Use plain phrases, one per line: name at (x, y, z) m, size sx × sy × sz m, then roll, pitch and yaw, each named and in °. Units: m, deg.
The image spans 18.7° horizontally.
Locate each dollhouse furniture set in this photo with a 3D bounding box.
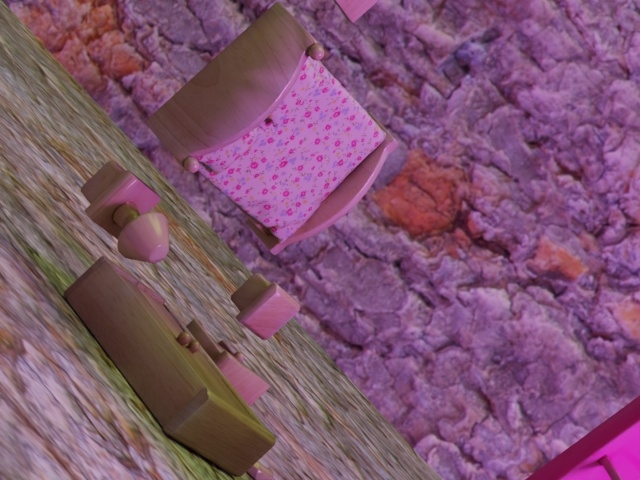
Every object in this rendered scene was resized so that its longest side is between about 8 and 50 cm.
dollhouse furniture set at (0.000, 0.000, 1.525) m, size 0.174 × 0.355 × 0.303 m, roll 49°, pitch 3°, yaw 33°

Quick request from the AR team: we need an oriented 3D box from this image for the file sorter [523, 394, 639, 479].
file sorter at (0.204, 0.274, 1.281) m, size 0.202 × 0.290 × 0.182 m, roll 45°, pitch 12°, yaw -39°
